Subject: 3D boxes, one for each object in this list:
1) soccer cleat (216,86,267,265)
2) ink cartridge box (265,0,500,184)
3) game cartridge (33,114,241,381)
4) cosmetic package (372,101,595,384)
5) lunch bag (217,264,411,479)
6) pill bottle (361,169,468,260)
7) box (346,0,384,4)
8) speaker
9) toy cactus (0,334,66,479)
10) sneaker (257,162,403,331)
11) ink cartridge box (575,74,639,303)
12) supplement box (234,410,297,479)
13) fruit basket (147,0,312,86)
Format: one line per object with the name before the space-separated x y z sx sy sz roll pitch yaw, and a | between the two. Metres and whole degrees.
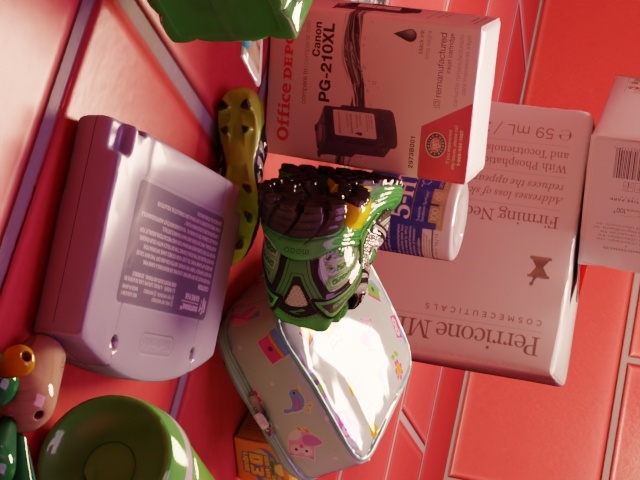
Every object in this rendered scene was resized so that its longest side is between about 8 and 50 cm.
soccer cleat | -0.078 -0.063 1.202 0.072 0.060 0.179 -3 98 -73
ink cartridge box | 0.064 -0.169 1.320 0.100 0.237 0.172 -37 134 -64
game cartridge | -0.147 0.021 1.018 0.294 0.060 0.196 31 66 -73
cosmetic package | 0.249 0.007 1.899 0.327 0.329 0.394 35 64 -73
lunch bag | 0.002 0.133 1.362 0.224 0.107 0.279 64 28 -14
pill bottle | 0.094 -0.041 1.585 0.112 0.186 0.112 9 90 -75
box | 0.043 -0.357 1.464 0.183 0.059 0.233 60 42 -66
speaker | -0.140 0.238 1.026 0.296 0.131 0.131 72 31 -58
toy cactus | -0.207 0.130 0.805 0.180 0.112 0.219 -76 158 -53
sneaker | 0.000 0.000 1.246 0.343 0.134 0.146 -37 135 -73
ink cartridge box | 0.477 -0.075 1.816 0.309 0.130 0.272 -51 146 -59
supplement box | -0.031 0.199 1.485 0.233 0.080 0.078 -63 155 -53
fruit basket | -0.061 -0.346 0.918 0.327 0.165 0.353 63 35 -65
